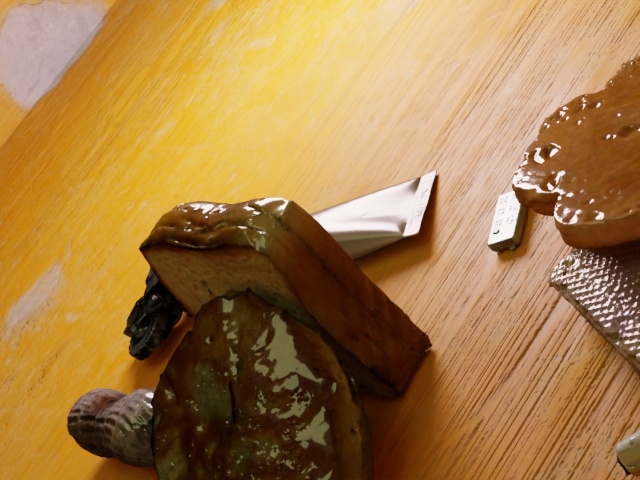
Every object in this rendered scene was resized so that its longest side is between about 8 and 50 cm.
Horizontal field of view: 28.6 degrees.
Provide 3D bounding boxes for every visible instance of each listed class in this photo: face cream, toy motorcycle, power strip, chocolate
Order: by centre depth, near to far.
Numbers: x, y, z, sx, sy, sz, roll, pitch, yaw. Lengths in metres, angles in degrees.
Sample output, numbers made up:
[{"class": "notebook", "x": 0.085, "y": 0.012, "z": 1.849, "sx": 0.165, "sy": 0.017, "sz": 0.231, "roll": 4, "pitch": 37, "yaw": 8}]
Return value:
[{"class": "power strip", "x": 0.222, "y": -0.024, "z": 1.475, "sx": 0.040, "sy": 0.016, "sz": 0.090, "roll": -20, "pitch": 38, "yaw": 40}, {"class": "face cream", "x": 0.000, "y": 0.000, "z": 1.699, "sx": 0.341, "sy": 0.084, "sz": 0.137, "roll": -20, "pitch": 29, "yaw": 30}, {"class": "chocolate", "x": -0.262, "y": 0.251, "z": 1.705, "sx": 0.248, "sy": 0.110, "sz": 0.110, "roll": -5, "pitch": 50, "yaw": 48}, {"class": "toy motorcycle", "x": -0.217, "y": 0.050, "z": 1.900, "sx": 0.270, "sy": 0.106, "sz": 0.159, "roll": -56, "pitch": 24, "yaw": 8}]

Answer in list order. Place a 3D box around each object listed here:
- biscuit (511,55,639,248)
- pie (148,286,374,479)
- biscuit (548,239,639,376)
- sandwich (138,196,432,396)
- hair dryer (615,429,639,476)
[{"class": "biscuit", "x": 0.337, "y": -0.104, "z": 1.324, "sx": 0.269, "sy": 0.051, "sz": 0.376, "roll": -15, "pitch": 28, "yaw": 28}, {"class": "pie", "x": -0.071, "y": 0.229, "z": 1.370, "sx": 0.288, "sy": 0.103, "sz": 0.355, "roll": -29, "pitch": 64, "yaw": 38}, {"class": "biscuit", "x": 0.309, "y": 0.060, "z": 1.204, "sx": 0.108, "sy": 0.062, "sz": 0.239, "roll": -46, "pitch": 27, "yaw": 7}, {"class": "sandwich", "x": -0.055, "y": 0.060, "z": 1.484, "sx": 0.301, "sy": 0.271, "sz": 0.099, "roll": 1, "pitch": 46, "yaw": 54}, {"class": "hair dryer", "x": 0.327, "y": 0.128, "z": 1.050, "sx": 0.236, "sy": 0.131, "sz": 0.073, "roll": -43, "pitch": 28, "yaw": 39}]
